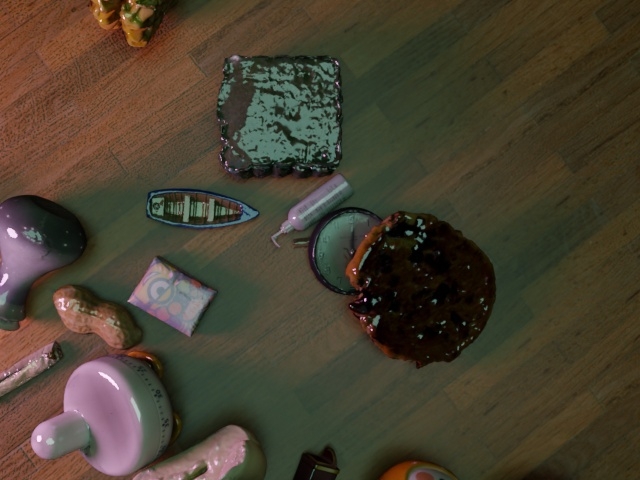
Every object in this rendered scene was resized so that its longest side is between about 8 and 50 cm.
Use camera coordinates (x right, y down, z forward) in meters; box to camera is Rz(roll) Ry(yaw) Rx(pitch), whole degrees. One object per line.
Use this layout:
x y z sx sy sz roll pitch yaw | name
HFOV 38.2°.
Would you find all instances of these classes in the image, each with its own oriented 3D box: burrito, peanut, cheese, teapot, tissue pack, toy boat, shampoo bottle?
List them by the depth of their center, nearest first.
-0.229 0.460 1.766 0.266 0.233 0.127 -32 68 -5 | cheese
-0.579 0.043 1.796 0.183 0.183 0.251 31 97 -2 | teapot
-0.445 0.156 1.838 0.192 0.089 0.089 27 86 -2 | peanut
-0.602 0.265 1.843 0.185 0.041 0.045 -31 132 -6 | burrito
-0.296 0.112 1.860 0.148 0.060 0.109 31 87 -1 | tissue pack
-0.238 -0.062 1.880 0.228 0.046 0.080 4 86 -4 | toy boat
-0.023 -0.061 1.890 0.195 0.056 0.056 -36 90 -5 | shampoo bottle

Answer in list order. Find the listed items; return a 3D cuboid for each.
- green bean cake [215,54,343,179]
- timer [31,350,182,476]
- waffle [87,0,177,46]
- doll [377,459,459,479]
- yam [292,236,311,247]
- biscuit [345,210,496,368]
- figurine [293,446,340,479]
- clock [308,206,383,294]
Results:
-0.081 -0.246 1.858 0.255 0.132 0.241 -3 87 -2 | green bean cake
-0.404 0.338 1.754 0.233 0.240 0.234 9 106 35 | timer
-0.327 -0.546 1.789 0.151 0.261 0.324 31 88 -10 | waffle
0.212 0.527 1.833 0.213 0.236 0.213 13 114 31 | doll
0.000 0.000 1.906 0.116 0.021 0.021 -6 88 -6 | yam
0.198 0.098 1.864 0.334 0.081 0.289 43 85 -19 | biscuit
0.000 0.495 1.862 0.098 0.082 0.154 24 85 -17 | figurine
0.067 0.023 1.886 0.184 0.040 0.185 -1 94 -12 | clock
